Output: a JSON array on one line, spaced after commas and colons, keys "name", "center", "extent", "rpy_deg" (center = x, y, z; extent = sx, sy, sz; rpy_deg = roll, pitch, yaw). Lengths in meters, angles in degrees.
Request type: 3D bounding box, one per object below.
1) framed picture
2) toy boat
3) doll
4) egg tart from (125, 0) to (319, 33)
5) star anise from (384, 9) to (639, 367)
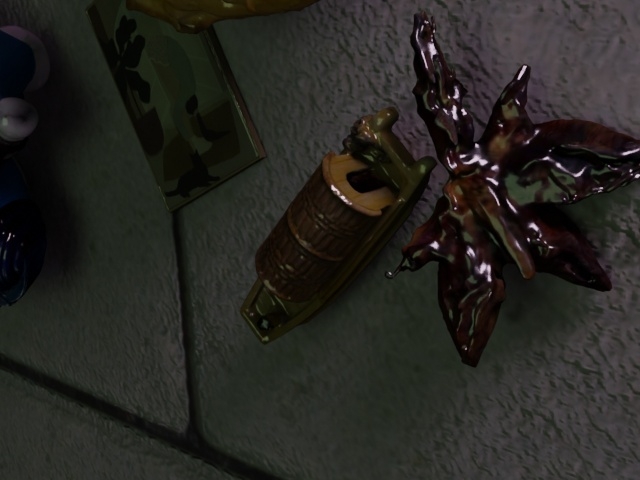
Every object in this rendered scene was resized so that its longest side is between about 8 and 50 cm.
[{"name": "framed picture", "center": [-0.128, -0.137, 0.795], "extent": [0.136, 0.010, 0.201], "rpy_deg": [-25, 87, 45]}, {"name": "toy boat", "center": [0.000, 0.000, 0.672], "extent": [0.068, 0.088, 0.226], "rpy_deg": [52, 131, 15]}, {"name": "doll", "center": [-0.396, -0.057, 0.909], "extent": [0.284, 0.240, 0.310], "rpy_deg": [25, 131, 1]}, {"name": "egg tart", "center": [-0.062, -0.302, 0.571], "extent": [0.341, 0.129, 0.341], "rpy_deg": [13, 122, 21]}, {"name": "star anise", "center": [0.121, -0.027, 0.568], "extent": [0.156, 0.053, 0.213], "rpy_deg": [6, 94, 10]}]
